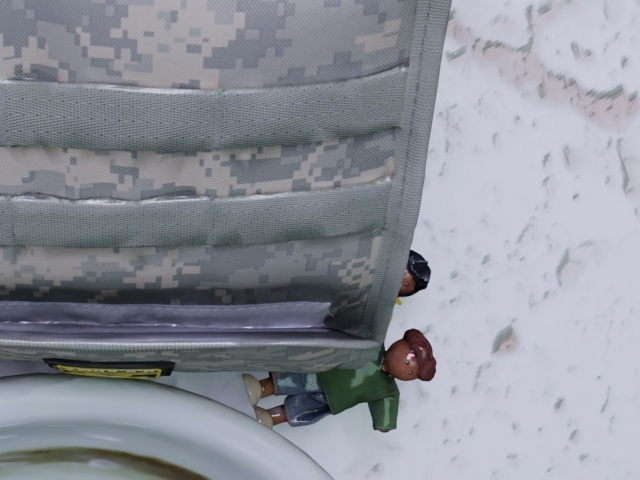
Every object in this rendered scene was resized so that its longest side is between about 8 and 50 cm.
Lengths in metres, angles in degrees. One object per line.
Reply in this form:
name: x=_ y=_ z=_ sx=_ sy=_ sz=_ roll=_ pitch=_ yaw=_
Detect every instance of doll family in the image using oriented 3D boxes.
doll family: x=0.000 y=0.000 z=0.855 sx=0.111 sy=0.076 sz=0.193 roll=-17 pitch=114 yaw=-1

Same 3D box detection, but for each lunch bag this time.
lunch bag: x=-0.083 y=-0.039 z=0.694 sx=0.235 sy=0.169 sz=0.287 roll=2 pitch=138 yaw=-5

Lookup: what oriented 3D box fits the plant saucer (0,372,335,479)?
plant saucer: x=-0.147 y=0.246 z=0.825 sx=0.400 sy=0.100 sz=0.401 roll=-5 pitch=103 yaw=-25
